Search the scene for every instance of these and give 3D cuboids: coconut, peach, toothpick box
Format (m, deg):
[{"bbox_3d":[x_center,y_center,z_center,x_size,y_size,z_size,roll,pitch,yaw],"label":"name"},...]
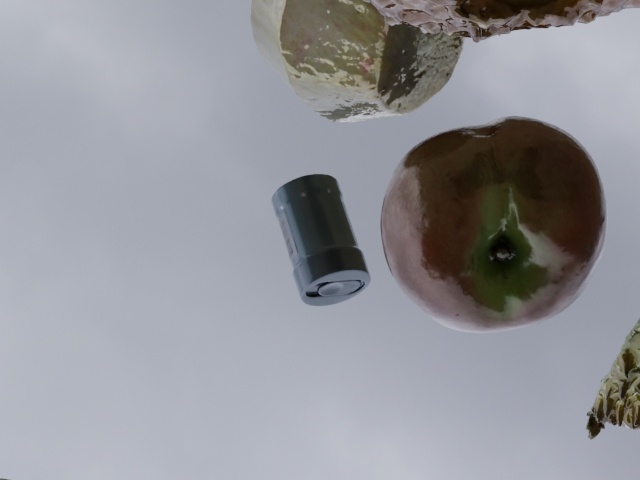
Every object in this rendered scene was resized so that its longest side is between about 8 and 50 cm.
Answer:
[{"bbox_3d":[0.040,-0.272,1.689,0.259,0.259,0.259,19,-139,-18],"label":"coconut"},{"bbox_3d":[0.190,-0.020,1.568,0.252,0.252,0.252,19,-139,-18],"label":"peach"},{"bbox_3d":[0.000,0.000,1.923,0.101,0.101,0.153,3,-124,-33],"label":"toothpick box"}]

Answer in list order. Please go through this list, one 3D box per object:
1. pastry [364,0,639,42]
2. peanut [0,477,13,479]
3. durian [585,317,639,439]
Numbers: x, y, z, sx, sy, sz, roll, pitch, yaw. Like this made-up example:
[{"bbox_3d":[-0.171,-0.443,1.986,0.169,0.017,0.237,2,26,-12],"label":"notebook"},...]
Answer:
[{"bbox_3d":[0.178,-0.333,1.191,0.405,0.292,0.337,-11,-157,7],"label":"pastry"},{"bbox_3d":[-0.373,0.282,1.428,0.194,0.093,0.083,1,-105,-20],"label":"peanut"},{"bbox_3d":[0.245,0.021,0.813,0.144,0.252,0.139,30,179,-22],"label":"durian"}]
